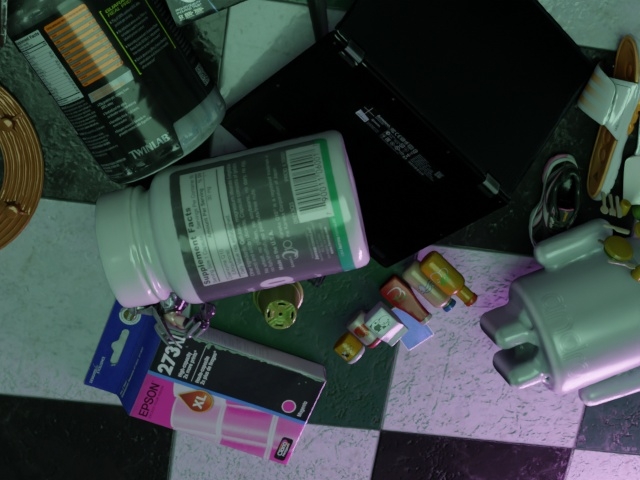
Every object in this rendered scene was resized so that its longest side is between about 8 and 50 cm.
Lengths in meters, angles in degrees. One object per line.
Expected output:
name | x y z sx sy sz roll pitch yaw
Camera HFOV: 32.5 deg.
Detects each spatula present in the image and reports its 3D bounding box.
spatula | 0.570 -0.175 1.756 0.168 0.019 0.242 -1 111 -4

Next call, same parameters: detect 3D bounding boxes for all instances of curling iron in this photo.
curling iron | -0.024 -0.392 1.611 0.068 0.035 0.274 -7 118 20

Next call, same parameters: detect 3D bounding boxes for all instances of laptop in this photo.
laptop | 0.136 -0.223 1.682 0.382 0.236 0.408 41 131 -22

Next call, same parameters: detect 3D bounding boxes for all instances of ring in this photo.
ring | -0.592 -0.112 1.666 0.336 0.032 0.337 -1 111 -4

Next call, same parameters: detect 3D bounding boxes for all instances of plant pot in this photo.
plant pot | -0.067 0.104 1.772 0.083 0.079 0.083 -2 112 -4

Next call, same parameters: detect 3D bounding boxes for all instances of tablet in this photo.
tablet | 0.148 0.141 1.846 0.054 0.006 0.083 -34 111 8

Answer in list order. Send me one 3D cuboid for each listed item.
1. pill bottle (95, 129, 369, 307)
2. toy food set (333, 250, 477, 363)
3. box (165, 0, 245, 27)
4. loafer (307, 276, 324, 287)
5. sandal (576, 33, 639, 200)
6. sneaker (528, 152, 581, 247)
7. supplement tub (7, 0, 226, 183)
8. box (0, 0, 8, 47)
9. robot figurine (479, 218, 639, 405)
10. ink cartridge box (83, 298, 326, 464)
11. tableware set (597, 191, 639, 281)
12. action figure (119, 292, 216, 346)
pill bottle | -0.124 -0.024 1.578 0.361 0.204 0.204 -12 112 4
toy food set | 0.136 0.123 1.773 0.104 0.111 0.232 43 99 -9
box | -0.145 -0.374 1.525 0.147 0.180 0.077 -21 114 4
loafer | 0.000 0.000 1.730 0.061 0.062 0.170 28 126 5
sandal | 0.433 -0.186 1.694 0.076 0.102 0.265 5 112 -10
sneaker | 0.378 -0.045 1.757 0.072 0.077 0.178 -2 113 -3
supplement tub | -0.298 -0.267 1.538 0.207 0.207 0.338 -29 111 6
box | -0.506 -0.349 1.400 0.167 0.203 0.168 -6 116 -30
robot figurine | 0.439 0.119 1.752 0.353 0.200 0.300 -21 107 -3
ink cartridge box | -0.192 0.235 1.823 0.371 0.069 0.176 21 108 -10
tableware set | 0.474 -0.004 1.682 0.104 0.154 0.024 14 138 -9
action figure | -0.182 0.051 1.715 0.285 0.099 0.185 -23 77 -7
